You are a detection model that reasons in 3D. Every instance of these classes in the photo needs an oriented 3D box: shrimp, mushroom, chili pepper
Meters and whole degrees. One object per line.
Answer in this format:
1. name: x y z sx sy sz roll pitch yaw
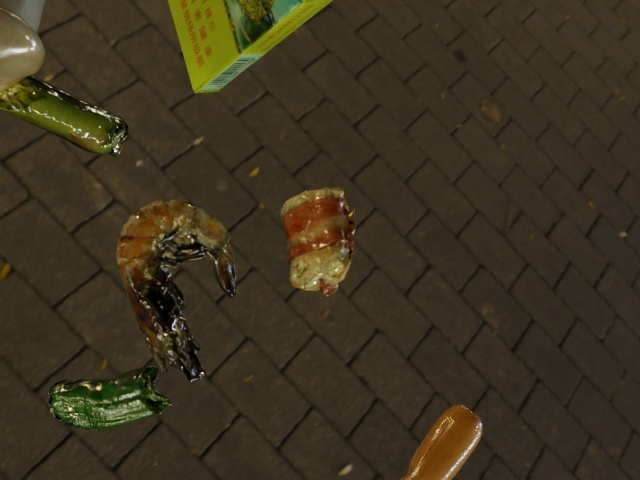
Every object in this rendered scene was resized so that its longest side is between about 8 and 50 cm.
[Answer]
1. shrimp: -0.266 0.094 1.568 0.233 0.071 0.365 -21 92 -8
2. mushroom: -0.352 -0.253 0.824 0.122 0.159 0.329 41 20 -39
3. chili pepper: -0.353 0.269 1.335 0.224 0.061 0.098 -8 80 13

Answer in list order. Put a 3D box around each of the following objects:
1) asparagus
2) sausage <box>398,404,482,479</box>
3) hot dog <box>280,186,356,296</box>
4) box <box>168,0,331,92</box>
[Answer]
1. asparagus: -0.618 -0.299 1.775 0.381 0.108 0.128 24 15 -43
2. sausage: 0.274 0.566 1.960 0.116 0.134 0.354 37 63 15
3. hot dog: 0.000 0.000 1.460 0.103 0.146 0.213 43 40 -63
4. box: -0.079 -0.327 0.940 0.047 0.335 0.187 -11 82 -41
